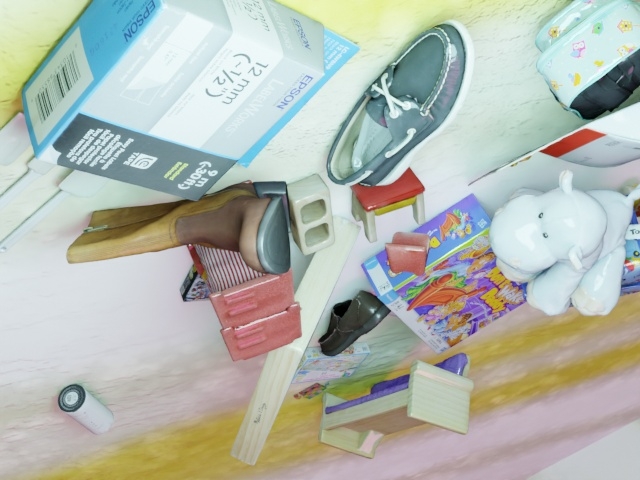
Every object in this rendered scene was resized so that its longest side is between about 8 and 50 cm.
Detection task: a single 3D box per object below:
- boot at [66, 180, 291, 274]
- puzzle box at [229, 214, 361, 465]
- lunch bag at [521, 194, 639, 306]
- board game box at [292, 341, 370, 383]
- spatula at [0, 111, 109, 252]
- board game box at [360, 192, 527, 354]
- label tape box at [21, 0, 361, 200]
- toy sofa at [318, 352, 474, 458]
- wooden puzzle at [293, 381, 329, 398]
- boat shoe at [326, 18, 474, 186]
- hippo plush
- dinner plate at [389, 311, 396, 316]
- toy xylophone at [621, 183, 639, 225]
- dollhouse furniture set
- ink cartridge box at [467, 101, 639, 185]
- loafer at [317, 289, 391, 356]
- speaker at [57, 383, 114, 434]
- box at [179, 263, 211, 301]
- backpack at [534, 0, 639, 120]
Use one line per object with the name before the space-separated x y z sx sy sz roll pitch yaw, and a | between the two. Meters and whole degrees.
boot | -0.180 -0.012 1.166 0.280 0.264 0.096 -7 114 0
puzzle box | -0.047 0.176 1.574 0.052 0.272 0.409 25 140 3
lunch bag | 0.494 0.055 1.722 0.220 0.138 0.293 -17 155 18
board game box | 0.015 0.255 1.939 0.154 0.026 0.103 -2 144 -31
spatula | -0.388 -0.059 1.193 0.242 0.019 0.168 -37 147 23
board game box | 0.248 0.074 1.733 0.233 0.078 0.347 -33 147 9
label tape box | -0.130 -0.168 1.097 0.347 0.115 0.249 16 133 -44
toy sofa | 0.153 0.337 1.978 0.150 0.177 0.362 22 151 -25
wooden puzzle | -0.017 0.333 2.060 0.083 0.006 0.049 -31 148 14
boat shoe | 0.100 -0.169 1.244 0.091 0.114 0.303 -10 147 -31
hippo plush | 0.391 0.012 1.452 0.294 0.234 0.236 -10 177 27
dinner plate | 0.195 0.117 1.851 0.141 0.017 0.141 -17 150 -10
toy xylophone | 0.601 -0.059 1.771 0.322 0.081 0.236 -8 147 -23
dollhouse furniture set | 0.000 0.000 1.353 0.374 0.201 0.152 -20 137 -11
ink cartridge box | 0.429 -0.138 1.396 0.384 0.091 0.308 -25 179 1
loafer | 0.054 0.149 1.767 0.080 0.078 0.220 -39 177 -41
speaker | -0.429 0.312 1.713 0.055 0.055 0.136 -22 150 0
box | -0.161 0.048 1.499 0.093 0.027 0.137 -3 144 -31
backpack | 0.373 -0.252 1.246 0.166 0.144 0.188 -36 173 25
